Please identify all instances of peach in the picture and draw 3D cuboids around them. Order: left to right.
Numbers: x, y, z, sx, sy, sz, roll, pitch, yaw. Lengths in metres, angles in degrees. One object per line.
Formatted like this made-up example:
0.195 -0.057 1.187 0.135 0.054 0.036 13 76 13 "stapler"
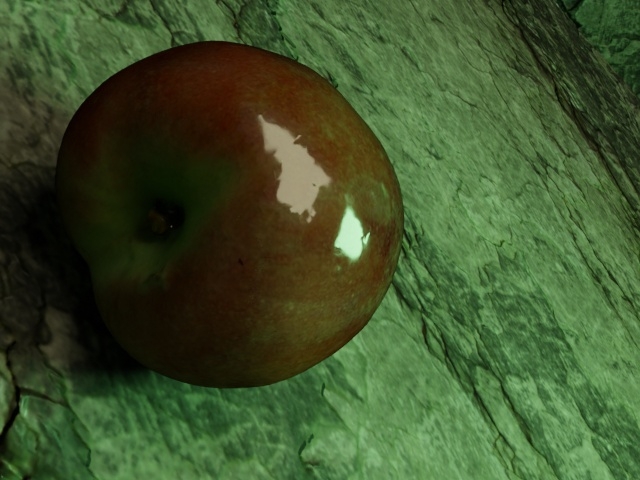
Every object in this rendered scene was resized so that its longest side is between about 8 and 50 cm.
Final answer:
-0.058 -0.021 0.670 0.252 0.252 0.252 35 36 -30 "peach"
